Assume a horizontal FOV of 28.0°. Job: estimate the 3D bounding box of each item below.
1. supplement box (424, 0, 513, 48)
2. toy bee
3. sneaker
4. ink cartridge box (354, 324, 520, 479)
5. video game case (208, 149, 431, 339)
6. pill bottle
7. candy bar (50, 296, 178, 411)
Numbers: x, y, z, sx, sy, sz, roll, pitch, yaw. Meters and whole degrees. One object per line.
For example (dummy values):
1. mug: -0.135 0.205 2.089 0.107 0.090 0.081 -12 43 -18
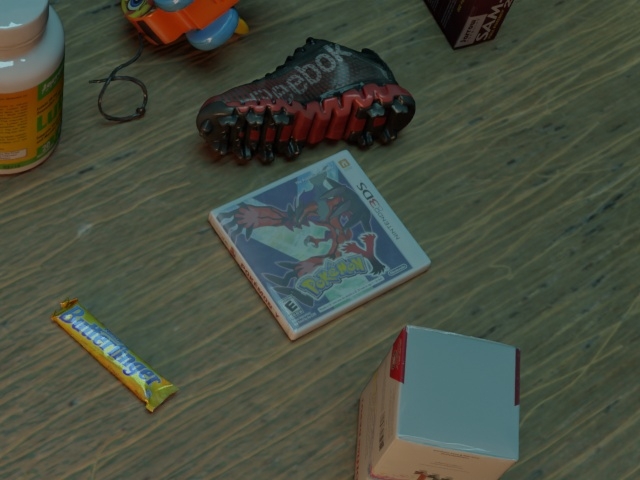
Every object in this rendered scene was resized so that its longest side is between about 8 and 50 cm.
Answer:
1. supplement box: 0.170 -0.392 1.718 0.073 0.130 0.239 -17 65 -22
2. toy bee: -0.183 -0.307 1.569 0.298 0.195 0.162 -28 44 -15
3. sneaker: -0.027 -0.177 1.562 0.276 0.097 0.135 -10 63 -21
4. ink cartridge box: 0.117 0.191 1.329 0.127 0.176 0.128 11 58 -9
5. video game case: 0.000 0.000 1.506 0.201 0.023 0.183 -26 68 -25
6. pill bottle: -0.350 -0.192 1.407 0.136 0.245 0.136 6 59 -10
7. candy bar: -0.225 0.121 1.384 0.161 0.018 0.040 41 59 11
